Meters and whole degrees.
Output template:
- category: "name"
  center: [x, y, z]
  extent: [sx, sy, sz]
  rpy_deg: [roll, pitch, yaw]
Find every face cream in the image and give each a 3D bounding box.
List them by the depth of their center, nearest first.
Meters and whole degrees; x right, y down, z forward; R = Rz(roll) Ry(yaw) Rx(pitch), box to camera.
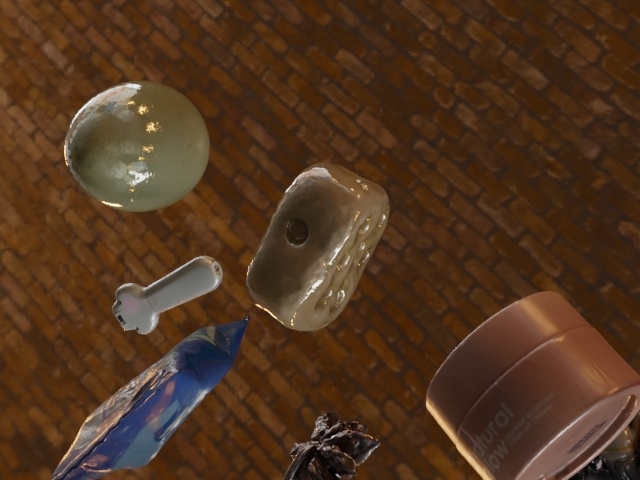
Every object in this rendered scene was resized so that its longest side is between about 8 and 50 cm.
- category: "face cream"
  center: [0.173, 0.129, 0.783]
  extent: [0.104, 0.149, 0.149]
  rpy_deg: [51, -54, 31]

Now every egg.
- category: "egg"
  center: [-0.309, -0.153, 1.596]
  extent: [0.218, 0.295, 0.218]
  rpy_deg: [5, -78, 23]

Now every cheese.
- category: "cheese"
  center: [0.000, 0.000, 1.213]
  extent: [0.117, 0.235, 0.218]
  rpy_deg: [28, -49, 13]

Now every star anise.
- category: "star anise"
  center: [-0.003, 0.391, 1.701]
  extent: [0.209, 0.231, 0.089]
  rpy_deg: [-22, -71, 50]

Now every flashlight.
- category: "flashlight"
  center: [-0.255, 0.085, 1.624]
  extent: [0.200, 0.047, 0.093]
  rpy_deg: [-28, -74, 10]

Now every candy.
- category: "candy"
  center: [-0.169, 0.166, 1.007]
  extent: [0.077, 0.331, 0.187]
  rpy_deg: [45, -79, 1]

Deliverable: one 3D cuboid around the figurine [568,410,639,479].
- category: "figurine"
  center: [0.483, 0.327, 1.376]
  extent: [0.382, 0.261, 0.186]
  rpy_deg: [14, -73, 22]
